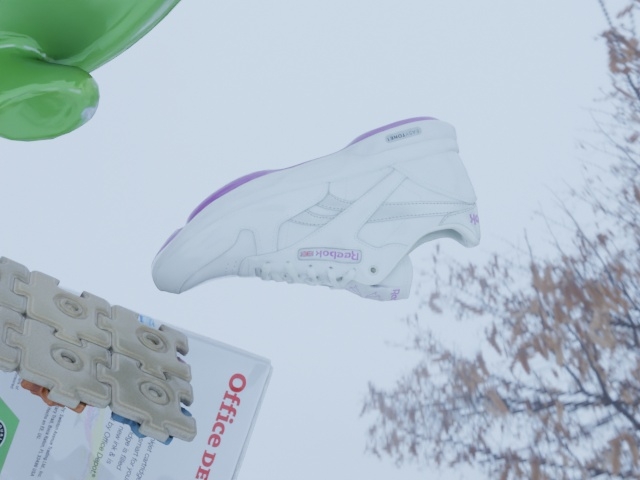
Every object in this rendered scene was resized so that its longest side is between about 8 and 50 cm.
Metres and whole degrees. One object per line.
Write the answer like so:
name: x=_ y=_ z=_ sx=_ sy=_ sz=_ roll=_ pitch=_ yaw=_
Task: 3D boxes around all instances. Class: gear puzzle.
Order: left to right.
gear puzzle: x=-0.259 y=0.076 z=0.965 sx=0.339 sy=0.175 sz=0.044 roll=26 pitch=-69 yaw=-22

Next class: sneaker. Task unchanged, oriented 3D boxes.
sneaker: x=0.000 y=0.000 z=1.045 sx=0.305 sy=0.114 sz=0.152 roll=-21 pitch=-98 yaw=-2

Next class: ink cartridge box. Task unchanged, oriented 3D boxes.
ink cartridge box: x=-0.211 y=0.169 z=1.182 sx=0.278 sy=0.117 sz=0.201 roll=20 pitch=-95 yaw=-6

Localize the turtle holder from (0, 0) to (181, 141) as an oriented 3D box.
turtle holder: x=-0.156 y=-0.174 z=0.503 sx=0.243 sy=0.227 sz=0.320 roll=10 pitch=-53 yaw=-11
